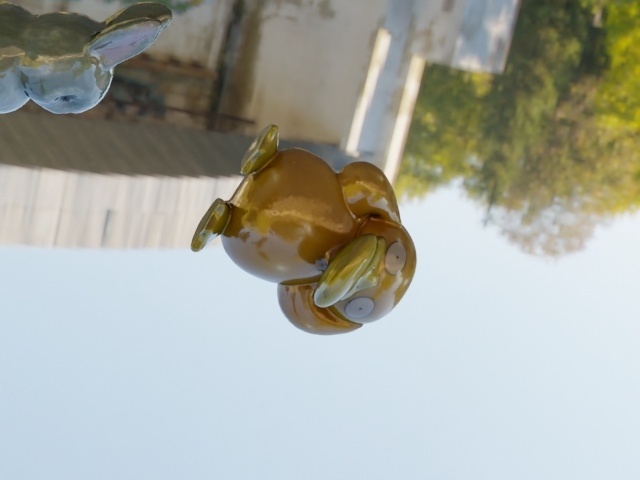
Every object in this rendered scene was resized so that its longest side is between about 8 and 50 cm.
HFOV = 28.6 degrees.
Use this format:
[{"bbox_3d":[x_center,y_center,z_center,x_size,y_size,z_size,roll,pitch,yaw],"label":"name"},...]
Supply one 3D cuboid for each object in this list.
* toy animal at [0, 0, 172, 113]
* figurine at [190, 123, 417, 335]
[{"bbox_3d":[-0.243,-0.145,1.043,0.236,0.108,0.138,8,-147,12],"label":"toy animal"},{"bbox_3d":[-0.006,-0.006,1.386,0.228,0.215,0.215,37,-162,13],"label":"figurine"}]
